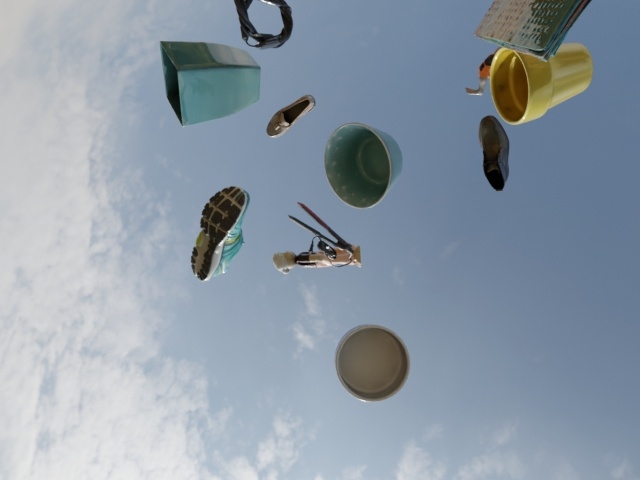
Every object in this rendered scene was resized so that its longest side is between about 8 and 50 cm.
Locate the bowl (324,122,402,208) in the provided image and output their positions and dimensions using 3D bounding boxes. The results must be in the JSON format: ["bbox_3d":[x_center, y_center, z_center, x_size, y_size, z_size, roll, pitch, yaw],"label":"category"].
[{"bbox_3d":[0.178,-0.287,1.576,0.312,0.163,0.311,21,-58,38],"label":"bowl"}]

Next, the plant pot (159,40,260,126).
[{"bbox_3d":[-0.293,-0.440,1.172,0.165,0.235,0.165,56,-31,34],"label":"plant pot"}]

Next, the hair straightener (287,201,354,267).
[{"bbox_3d":[0.000,0.000,1.116,0.089,0.230,0.047,-52,-152,-2],"label":"hair straightener"}]

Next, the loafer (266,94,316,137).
[{"bbox_3d":[-0.066,-0.260,0.887,0.125,0.039,0.045,-34,-79,16],"label":"loafer"}]

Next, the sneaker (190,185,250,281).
[{"bbox_3d":[-0.243,-0.019,1.075,0.107,0.110,0.275,43,-61,25],"label":"sneaker"}]

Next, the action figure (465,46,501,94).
[{"bbox_3d":[0.701,-0.692,1.520,0.178,0.342,0.330,52,-33,14],"label":"action figure"}]

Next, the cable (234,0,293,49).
[{"bbox_3d":[-0.136,-0.546,1.033,0.047,0.184,0.150,-5,-65,44],"label":"cable"}]

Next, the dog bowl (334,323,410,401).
[{"bbox_3d":[0.183,0.436,1.537,0.265,0.104,0.264,0,-98,-1],"label":"dog bowl"}]

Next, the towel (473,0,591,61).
[{"bbox_3d":[0.467,-0.526,0.877,0.271,0.040,0.370,-58,-163,26],"label":"towel"}]

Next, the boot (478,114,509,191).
[{"bbox_3d":[0.513,-0.251,1.247,0.082,0.219,0.106,-11,-152,27],"label":"boot"}]

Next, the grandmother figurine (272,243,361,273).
[{"bbox_3d":[-0.015,0.072,1.652,0.343,0.207,0.103,-3,-111,5],"label":"grandmother figurine"}]

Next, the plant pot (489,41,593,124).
[{"bbox_3d":[0.729,-0.536,1.397,0.239,0.254,0.253,-15,-118,0],"label":"plant pot"}]
